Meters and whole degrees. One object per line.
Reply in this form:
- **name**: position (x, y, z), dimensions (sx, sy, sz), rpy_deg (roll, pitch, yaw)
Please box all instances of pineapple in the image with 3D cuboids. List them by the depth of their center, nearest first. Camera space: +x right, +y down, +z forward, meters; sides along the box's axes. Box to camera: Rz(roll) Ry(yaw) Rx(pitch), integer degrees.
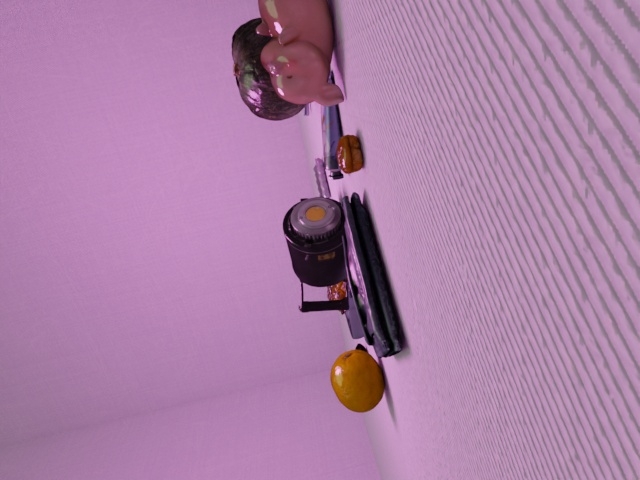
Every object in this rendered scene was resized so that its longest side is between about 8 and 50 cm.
- **pineapple**: position (0.065, 0.167, 1.551), dimensions (0.225, 0.076, 0.225), rpy_deg (-174, 90, -82)

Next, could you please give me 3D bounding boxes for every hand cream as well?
- **hand cream**: position (0.029, -0.280, 1.023), dimensions (0.088, 0.055, 0.256), rpy_deg (-121, 24, -69)

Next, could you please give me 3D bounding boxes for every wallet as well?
- **wallet**: position (0.100, 0.091, 0.936), dimensions (0.237, 0.075, 0.343), rpy_deg (75, -178, -72)

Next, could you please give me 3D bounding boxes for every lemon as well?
- **lemon**: position (0.116, 0.436, 1.285), dimensions (0.170, 0.169, 0.208), rpy_deg (-108, 0, -67)

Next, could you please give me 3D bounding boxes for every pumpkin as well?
- **pumpkin**: position (-0.171, -0.588, 1.422), dimensions (0.292, 0.257, 0.328), rpy_deg (104, 151, -56)

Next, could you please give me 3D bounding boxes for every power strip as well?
- **power strip**: position (0.126, 0.295, 1.629), dimensions (0.253, 0.054, 0.168), rpy_deg (-119, 17, -79)

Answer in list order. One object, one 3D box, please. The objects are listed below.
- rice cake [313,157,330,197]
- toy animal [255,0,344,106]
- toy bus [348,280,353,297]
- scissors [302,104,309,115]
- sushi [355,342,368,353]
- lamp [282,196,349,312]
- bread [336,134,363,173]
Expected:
- **rice cake**: position (0.005, -0.258, 1.795), dimensions (0.198, 0.037, 0.190), rpy_deg (104, 153, -84)
- **toy animal**: position (-0.048, -0.398, 0.830), dimensions (0.166, 0.153, 0.250), rpy_deg (41, 144, 47)
- **toy bus**: position (0.113, 0.159, 1.391), dimensions (0.083, 0.038, 0.046), rpy_deg (82, 178, -58)
- **scissors**: position (-0.060, -0.586, 1.657), dimensions (0.256, 0.030, 0.125), rpy_deg (90, 166, -68)
- **sushi**: position (0.164, 0.460, 1.620), dimensions (0.085, 0.056, 0.083), rpy_deg (-105, 10, -66)
- **lamp**: position (-0.003, 0.011, 1.271), dimensions (0.272, 0.204, 0.375), rpy_deg (72, -165, -69)
- **bread**: position (0.057, -0.172, 0.830), dimensions (0.083, 0.046, 0.081), rpy_deg (-104, 5, -59)
